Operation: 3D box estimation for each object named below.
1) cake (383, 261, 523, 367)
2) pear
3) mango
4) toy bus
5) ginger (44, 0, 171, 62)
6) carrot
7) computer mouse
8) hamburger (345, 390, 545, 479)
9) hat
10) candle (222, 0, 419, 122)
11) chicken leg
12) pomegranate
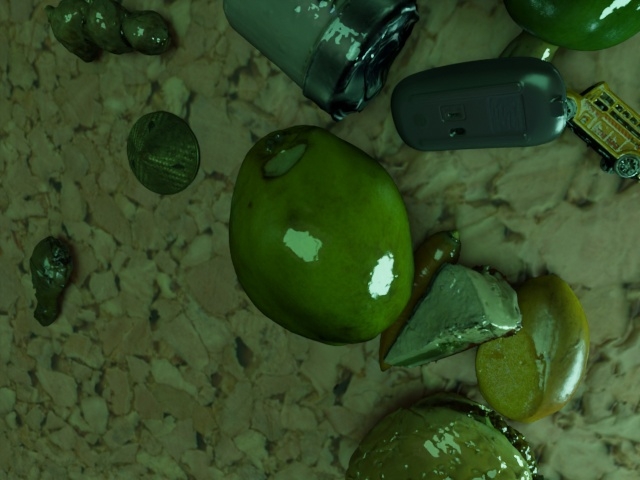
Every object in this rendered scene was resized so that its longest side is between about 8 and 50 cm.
[{"bbox_3d":[0.182,0.110,0.736,0.220,0.086,0.117,-40,45,49],"label":"cake"},{"bbox_3d":[0.000,0.000,0.686,0.269,0.269,0.321,-22,107,19],"label":"pear"},{"bbox_3d":[0.309,0.152,0.710,0.141,0.102,0.217,18,104,38],"label":"mango"},{"bbox_3d":[0.366,-0.150,0.637,0.162,0.069,0.074,42,109,2],"label":"toy bus"},{"bbox_3d":[-0.337,-0.342,0.792,0.204,0.080,0.104,6,136,16],"label":"ginger"},{"bbox_3d":[0.137,0.093,0.769,0.062,0.066,0.271,49,119,43],"label":"carrot"},{"bbox_3d":[0.203,-0.176,0.654,0.232,0.057,0.120,4,130,38],"label":"computer mouse"},{"bbox_3d":[0.189,0.377,0.773,0.259,0.144,0.283,40,104,7],"label":"hamburger"},{"bbox_3d":[-0.284,-0.145,0.826,0.146,0.067,0.146,3,103,15],"label":"hat"},{"bbox_3d":[-0.031,-0.328,0.655,0.330,0.187,0.187,43,110,6],"label":"candle"},{"bbox_3d":[-0.530,0.089,0.953,0.085,0.069,0.198,26,115,10],"label":"chicken leg"},{"bbox_3d":[0.293,-0.288,0.583,0.187,0.187,0.225,30,133,8],"label":"pomegranate"}]
